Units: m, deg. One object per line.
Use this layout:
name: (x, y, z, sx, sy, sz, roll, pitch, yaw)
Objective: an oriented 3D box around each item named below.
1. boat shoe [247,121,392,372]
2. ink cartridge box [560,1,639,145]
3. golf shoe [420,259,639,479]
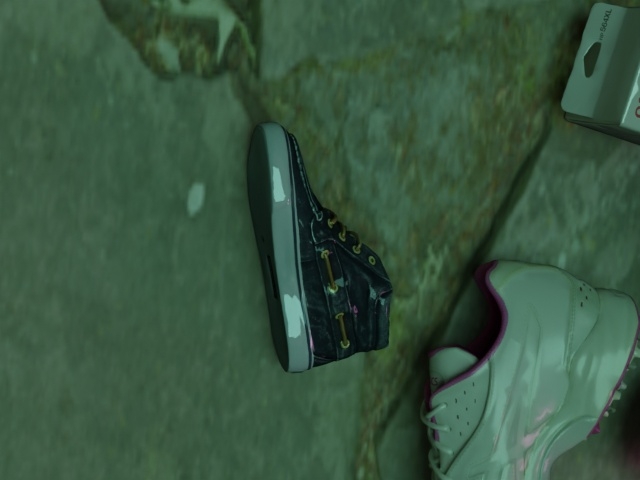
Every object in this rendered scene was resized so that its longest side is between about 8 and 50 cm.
boat shoe: (0.000, 0.000, 0.887, 0.083, 0.065, 0.183, -12, 107, -16)
ink cartridge box: (0.259, -0.115, 0.921, 0.143, 0.090, 0.092, 15, 94, -17)
golf shoe: (0.119, 0.156, 0.924, 0.140, 0.115, 0.306, 27, 84, -6)
